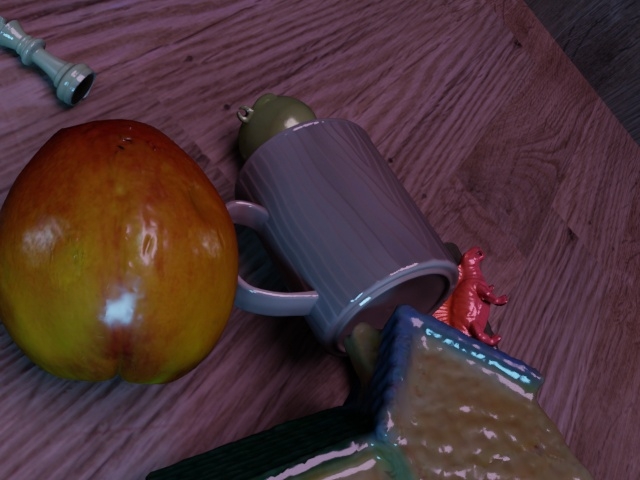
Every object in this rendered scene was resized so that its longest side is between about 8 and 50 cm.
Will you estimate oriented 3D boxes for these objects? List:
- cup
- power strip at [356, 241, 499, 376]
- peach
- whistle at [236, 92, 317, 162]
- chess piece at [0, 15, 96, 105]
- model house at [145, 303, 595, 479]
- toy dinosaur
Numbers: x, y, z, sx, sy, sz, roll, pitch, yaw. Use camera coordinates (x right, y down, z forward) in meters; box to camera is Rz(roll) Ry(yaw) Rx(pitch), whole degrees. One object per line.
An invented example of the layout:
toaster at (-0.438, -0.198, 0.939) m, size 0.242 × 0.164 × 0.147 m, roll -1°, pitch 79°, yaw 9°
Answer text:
cup at (0.013, -0.012, 0.774) m, size 0.288 × 0.208 × 0.273 m, roll 16°, pitch 37°, yaw -52°
power strip at (0.144, 0.141, 0.932) m, size 0.251 × 0.092 × 0.257 m, roll -5°, pitch 70°, yaw -31°
peach at (-0.204, 0.008, 0.605) m, size 0.238 × 0.281 × 0.281 m, roll 3°, pitch 64°, yaw -26°
whistle at (-0.023, -0.133, 0.954) m, size 0.294 × 0.141 × 0.141 m, roll 33°, pitch 46°, yaw -45°
chess piece at (-0.371, -0.245, 0.768) m, size 0.149 × 0.059 × 0.059 m, roll 39°, pitch 47°, yaw -10°
model house at (0.036, 0.299, 0.626) m, size 0.382 × 0.335 × 0.343 m, roll -15°, pitch 56°, yaw -25°
toy dinosaur at (0.194, 0.125, 0.880) m, size 0.138 × 0.070 × 0.286 m, roll 22°, pitch 63°, yaw -7°
